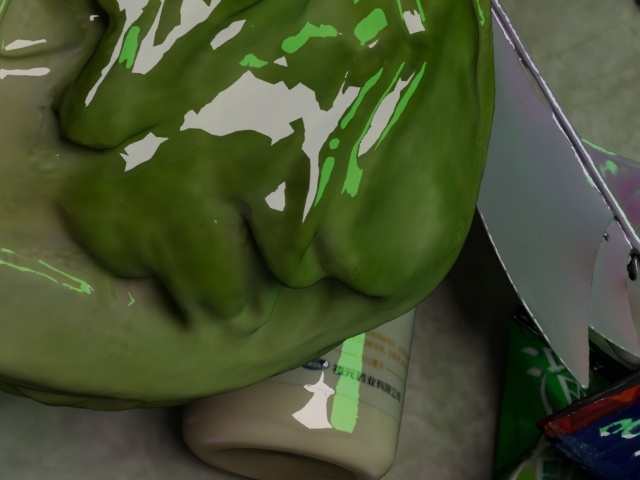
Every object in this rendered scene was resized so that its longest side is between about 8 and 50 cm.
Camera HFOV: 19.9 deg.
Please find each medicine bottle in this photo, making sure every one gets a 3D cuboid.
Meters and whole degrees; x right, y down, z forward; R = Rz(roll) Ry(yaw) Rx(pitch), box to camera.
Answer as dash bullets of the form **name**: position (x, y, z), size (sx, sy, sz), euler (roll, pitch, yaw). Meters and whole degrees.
- **medicine bottle**: position (0.000, 0.000, 0.974), size (0.114, 0.114, 0.252), euler (17, 68, -21)

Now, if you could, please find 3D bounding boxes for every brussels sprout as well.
- **brussels sprout**: position (-0.066, -0.081, 0.798), size (0.328, 0.247, 0.328), euler (4, 80, -24)

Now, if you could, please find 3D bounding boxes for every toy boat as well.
- **toy boat**: position (0.144, 0.010, 0.990), size (0.318, 0.072, 0.219), euler (44, 48, -17)

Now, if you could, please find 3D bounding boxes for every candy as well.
- **candy**: position (0.143, 0.141, 1.028), size (0.141, 0.078, 0.203), euler (40, 48, -23)
